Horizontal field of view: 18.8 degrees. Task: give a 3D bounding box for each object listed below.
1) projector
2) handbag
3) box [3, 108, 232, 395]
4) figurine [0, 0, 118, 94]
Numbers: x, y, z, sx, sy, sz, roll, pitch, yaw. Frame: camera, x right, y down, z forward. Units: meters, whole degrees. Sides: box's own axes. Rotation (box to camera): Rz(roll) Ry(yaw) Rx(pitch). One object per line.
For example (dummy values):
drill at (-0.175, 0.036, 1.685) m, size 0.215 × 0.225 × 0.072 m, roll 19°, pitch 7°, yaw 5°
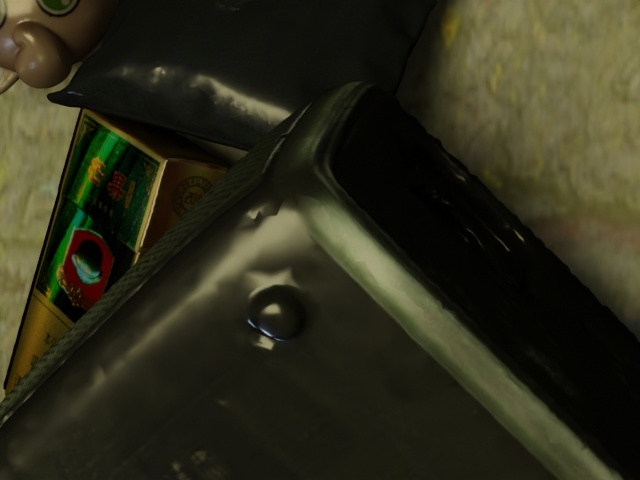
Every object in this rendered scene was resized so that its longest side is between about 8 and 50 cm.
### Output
projector at (0.001, 0.179, 1.209) m, size 0.395 × 0.242 × 0.405 m, roll 44°, pitch 112°, yaw -8°
handbag at (-0.040, -0.155, 1.346) m, size 0.254 × 0.089 × 0.211 m, roll 16°, pitch 66°, yaw 26°
box at (-0.151, 0.035, 1.422) m, size 0.159 × 0.071 × 0.240 m, roll 32°, pitch 108°, yaw 58°
figurine at (-0.214, -0.182, 1.455) m, size 0.125 × 0.125 × 0.138 m, roll -3°, pitch 106°, yaw 29°
